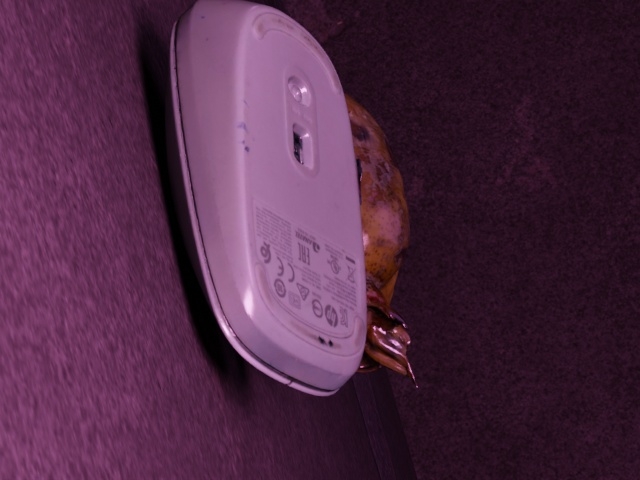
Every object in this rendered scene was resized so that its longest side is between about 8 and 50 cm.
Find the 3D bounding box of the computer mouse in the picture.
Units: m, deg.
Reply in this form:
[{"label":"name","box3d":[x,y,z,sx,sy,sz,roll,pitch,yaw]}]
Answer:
[{"label":"computer mouse","box3d":[-0.048,-0.032,1.189,0.159,0.097,0.288,31,48,-50]}]

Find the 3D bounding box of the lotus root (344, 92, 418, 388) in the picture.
[{"label":"lotus root","box3d":[-0.002,0.000,1.327,0.154,0.154,0.278,69,4,-50]}]
